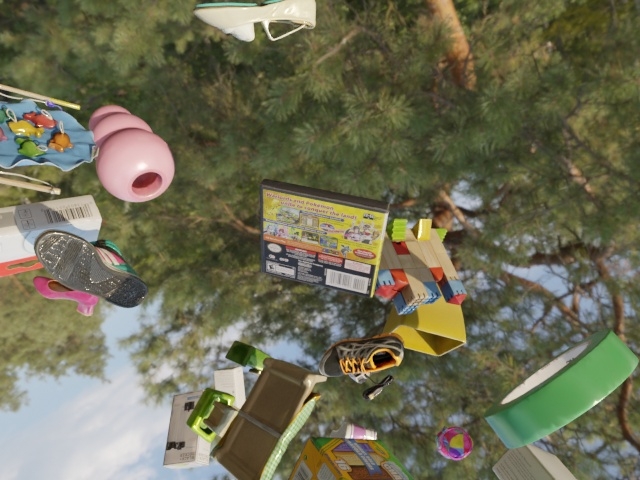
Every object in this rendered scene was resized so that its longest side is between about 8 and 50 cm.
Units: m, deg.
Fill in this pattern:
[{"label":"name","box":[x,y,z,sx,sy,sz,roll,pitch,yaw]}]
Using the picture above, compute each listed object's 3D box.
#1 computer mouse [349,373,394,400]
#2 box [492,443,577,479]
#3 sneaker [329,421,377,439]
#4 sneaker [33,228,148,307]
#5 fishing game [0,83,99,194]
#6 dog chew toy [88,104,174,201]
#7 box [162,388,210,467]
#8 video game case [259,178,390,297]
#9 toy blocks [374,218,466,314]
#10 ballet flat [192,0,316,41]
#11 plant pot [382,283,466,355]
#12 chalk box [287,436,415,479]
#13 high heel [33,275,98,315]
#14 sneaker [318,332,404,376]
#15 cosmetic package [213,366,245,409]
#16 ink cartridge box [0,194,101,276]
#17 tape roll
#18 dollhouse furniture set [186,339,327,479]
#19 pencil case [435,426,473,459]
[{"label":"computer mouse","box":[0.125,0.399,1.448,0.106,0.042,0.193,-43,-130,-11]},{"label":"box","box":[0.586,0.643,1.227,0.119,0.181,0.182,-53,-154,10]},{"label":"sneaker","box":[0.129,0.789,1.831,0.282,0.161,0.102,119,-18,-54]},{"label":"sneaker","box":[-0.564,0.043,1.139,0.178,0.295,0.123,29,-105,41]},{"label":"fishing game","box":[-0.415,-0.159,0.672,0.041,0.189,0.264,-61,-151,31]},{"label":"dog chew toy","box":[-0.556,-0.264,1.347,0.207,0.206,0.332,-32,-118,-13]},{"label":"box","box":[-0.542,0.787,1.972,0.169,0.087,0.289,-15,-127,19]},{"label":"video game case","box":[0.000,0.000,1.049,0.275,0.248,0.035,12,-141,10]},{"label":"toy blocks","box":[0.256,0.095,1.406,0.382,0.260,0.190,-1,145,-27]},{"label":"ballet flat","box":[-0.121,-0.435,0.934,0.249,0.086,0.086,-16,-166,-17]},{"label":"plant pot","box":[0.340,0.242,1.544,0.212,0.212,0.187,114,-8,-63]},{"label":"chalk box","box":[0.090,0.558,1.025,0.179,0.289,0.180,36,-77,53]},{"label":"high heel","box":[-0.875,0.159,1.628,0.117,0.244,0.082,-63,171,24]},{"label":"sneaker","box":[0.096,0.280,1.122,0.215,0.084,0.083,-21,-163,9]},{"label":"cosmetic package","box":[-0.426,0.720,2.229,0.117,0.231,0.085,-11,171,20]},{"label":"ink cartridge box","box":[-0.796,0.031,1.306,0.308,0.091,0.385,-16,160,-37]},{"label":"tape roll","box":[0.497,0.310,0.995,0.321,0.077,0.321,-31,158,-14]},{"label":"dollhouse furniture set","box":[-0.085,0.319,0.843,0.302,0.151,0.197,-1,-125,55]},{"label":"pencil case","box":[0.426,0.657,1.531,0.104,0.104,0.236,-29,154,-2]}]
